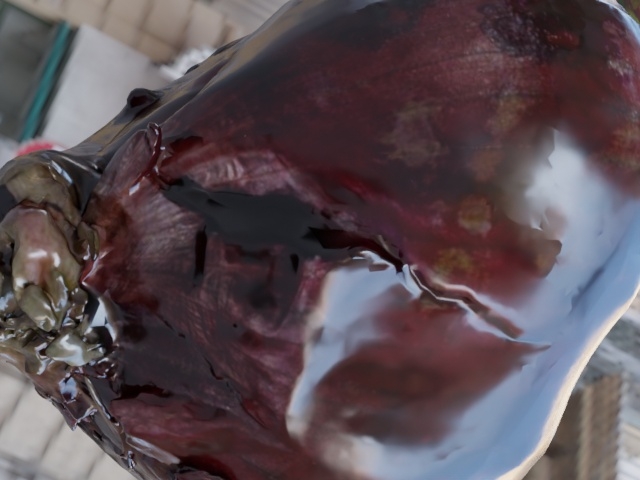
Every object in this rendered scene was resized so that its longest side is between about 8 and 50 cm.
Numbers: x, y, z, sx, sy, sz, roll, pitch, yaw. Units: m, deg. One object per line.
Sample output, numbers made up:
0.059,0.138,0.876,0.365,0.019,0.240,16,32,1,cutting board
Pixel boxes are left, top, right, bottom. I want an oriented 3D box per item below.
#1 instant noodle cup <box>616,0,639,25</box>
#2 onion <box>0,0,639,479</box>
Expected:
0.248,-0.153,0.973,0.185,0.168,0.168,36,-80,45,instant noodle cup
0.018,0.004,0.624,0.281,0.281,0.221,-47,-138,38,onion
